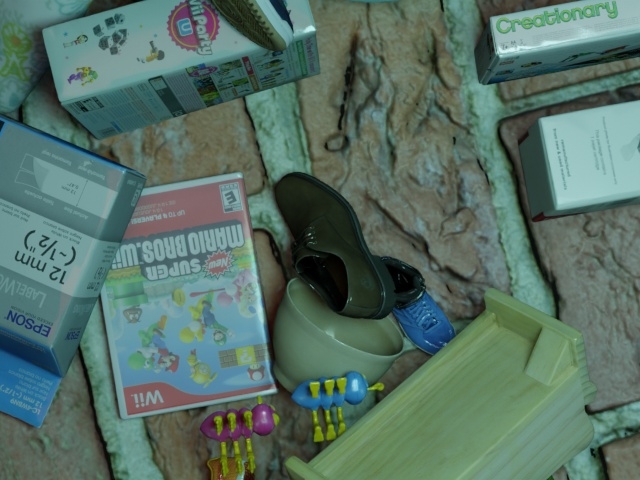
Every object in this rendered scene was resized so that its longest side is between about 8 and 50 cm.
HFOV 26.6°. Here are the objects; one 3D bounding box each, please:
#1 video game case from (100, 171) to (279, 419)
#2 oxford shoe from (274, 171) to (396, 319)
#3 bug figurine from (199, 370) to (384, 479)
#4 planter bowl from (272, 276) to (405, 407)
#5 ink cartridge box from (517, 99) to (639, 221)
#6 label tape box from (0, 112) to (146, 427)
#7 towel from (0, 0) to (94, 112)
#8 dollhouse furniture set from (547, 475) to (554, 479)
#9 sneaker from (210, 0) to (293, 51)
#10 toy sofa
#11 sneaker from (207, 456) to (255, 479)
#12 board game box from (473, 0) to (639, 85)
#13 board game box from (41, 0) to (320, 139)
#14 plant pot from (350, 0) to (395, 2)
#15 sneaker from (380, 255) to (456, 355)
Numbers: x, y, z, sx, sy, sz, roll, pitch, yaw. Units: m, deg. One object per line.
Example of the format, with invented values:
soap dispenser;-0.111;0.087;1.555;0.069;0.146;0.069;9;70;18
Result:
video game case;-0.175;0.069;1.713;0.204;0.025;0.285;-10;87;0
oxford shoe;0.000;0.000;1.651;0.227;0.096;0.082;54;125;30
bug figurine;-0.035;0.260;1.604;0.216;0.072;0.279;-5;122;-9
planter bowl;0.008;0.134;1.651;0.162;0.162;0.109;29;110;2
ink cartridge box;0.392;-0.105;1.629;0.273;0.197;0.114;-9;86;0
label tape box;-0.400;0.029;1.663;0.249;0.115;0.347;23;89;7
towel;-0.421;-0.383;1.625;0.374;0.320;0.090;51;47;4
dollhouse furniture set;0.245;0.445;1.663;0.198;0.151;0.301;-23;115;5
sneaker;-0.082;-0.348;1.449;0.153;0.099;0.282;-47;118;-17
toy sofa;0.147;0.238;1.559;0.362;0.177;0.150;-38;42;-24
sneaker;-0.125;0.357;1.685;0.067;0.064;0.175;5;80;18
board game box;0.347;-0.254;1.641;0.305;0.193;0.053;-10;87;0
board game box;-0.157;-0.225;1.633;0.304;0.224;0.097;-15;84;-1
plant pot;0.059;-0.449;1.590;0.293;0.293;0.196;5;61;1
sneaker;0.117;0.083;1.677;0.058;0.084;0.152;-35;87;-1
